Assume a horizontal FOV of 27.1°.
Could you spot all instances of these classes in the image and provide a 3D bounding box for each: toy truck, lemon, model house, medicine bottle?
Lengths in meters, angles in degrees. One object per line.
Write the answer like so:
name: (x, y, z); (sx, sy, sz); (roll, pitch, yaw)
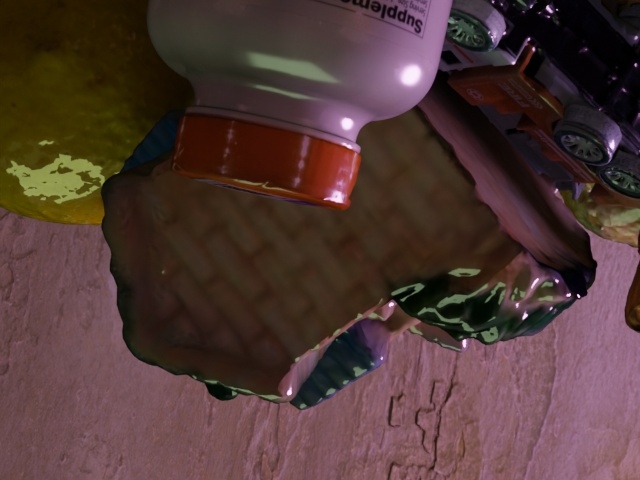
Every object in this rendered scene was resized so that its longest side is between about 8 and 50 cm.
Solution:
toy truck: (0.165, -0.163, 1.111); (0.338, 0.133, 0.184); (39, 162, -25)
lemon: (-0.287, -0.186, 1.553); (0.387, 0.350, 0.350); (-10, -165, -42)
model house: (0.000, 0.000, 1.282); (0.395, 0.400, 0.445); (55, -165, -4)
medicine bottle: (-0.001, -0.165, 0.699); (0.157, 0.289, 0.157); (12, 179, 0)

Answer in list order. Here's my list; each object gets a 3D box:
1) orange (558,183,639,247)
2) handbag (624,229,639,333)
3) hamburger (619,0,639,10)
orange: (0.467, -0.093, 1.909); (0.271, 0.210, 0.368); (9, 179, 39)
handbag: (0.488, -0.043, 1.365); (0.283, 0.133, 0.401); (11, -141, 19)
hamburger: (0.268, -0.172, 1.301); (0.237, 0.149, 0.237); (12, 178, 0)
